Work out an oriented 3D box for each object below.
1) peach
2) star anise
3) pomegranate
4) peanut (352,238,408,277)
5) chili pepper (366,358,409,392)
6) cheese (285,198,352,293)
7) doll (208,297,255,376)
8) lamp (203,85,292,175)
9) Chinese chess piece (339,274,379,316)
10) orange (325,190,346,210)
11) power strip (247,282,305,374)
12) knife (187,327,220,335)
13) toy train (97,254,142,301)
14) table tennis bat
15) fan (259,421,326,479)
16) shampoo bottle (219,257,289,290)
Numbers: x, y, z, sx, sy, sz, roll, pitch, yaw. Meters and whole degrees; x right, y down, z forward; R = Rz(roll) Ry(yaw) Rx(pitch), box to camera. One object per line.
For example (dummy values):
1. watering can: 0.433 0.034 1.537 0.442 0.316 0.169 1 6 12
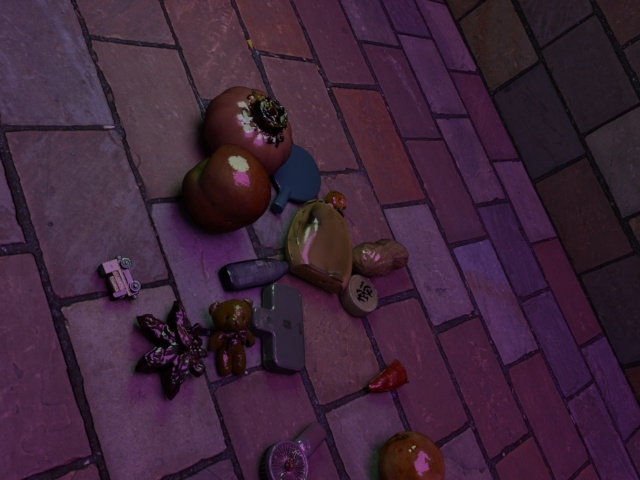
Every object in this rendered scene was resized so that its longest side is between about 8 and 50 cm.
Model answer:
1. peach: -0.262 -0.145 1.823 0.252 0.252 0.252 22 53 -33
2. star anise: -0.372 0.261 1.589 0.220 0.099 0.214 56 39 -3
3. pomegranate: 0.268 0.674 1.888 0.207 0.207 0.207 22 53 -33
4. peanut: 0.215 0.061 2.230 0.298 0.120 0.136 -10 64 -53
5. chili pepper: 0.207 0.454 2.052 0.169 0.065 0.088 -17 78 -43
6. cheese: 0.000 0.000 2.082 0.259 0.128 0.315 32 52 -38
7. doll: -0.233 0.261 1.713 0.137 0.097 0.209 -2 84 -27
8. lamp: -0.214 -0.348 1.990 0.305 0.240 0.305 23 53 -34
9. Chinese chess piece: 0.130 0.185 2.135 0.144 0.058 0.144 23 52 -33
10. orange: 0.051 -0.138 2.250 0.086 0.062 0.086 13 73 -47
11. power strip: -0.135 0.248 1.848 0.194 0.059 0.265 22 53 -38
12. knife: -0.319 0.248 1.712 0.170 0.010 0.023 7 63 -41
13. toy train: -0.505 0.097 1.598 0.081 0.050 0.122 -17 80 -43
14. table tennis bat: -0.098 -0.207 2.168 0.215 0.044 0.329 42 42 -18
15. fan: -0.065 0.575 1.712 0.130 0.074 0.244 57 41 -1
16. shampoo bottle: -0.193 0.096 1.890 0.234 0.049 0.087 -10 67 -46
